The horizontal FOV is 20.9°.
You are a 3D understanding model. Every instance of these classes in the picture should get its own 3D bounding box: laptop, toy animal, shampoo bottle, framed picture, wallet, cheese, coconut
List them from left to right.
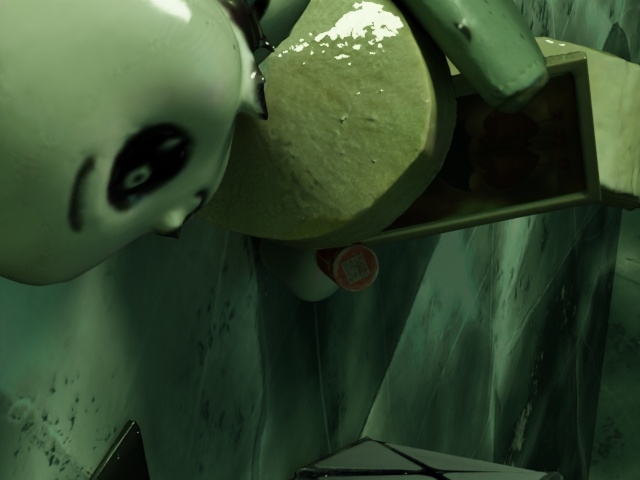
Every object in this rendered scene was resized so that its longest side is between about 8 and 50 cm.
[{"bbox_3d":[-0.136,-0.121,1.052,0.310,0.251,0.251,-56,150,-31],"label":"toy animal"},{"bbox_3d":[-0.179,0.248,1.392,0.180,0.016,0.129,-59,152,-46],"label":"laptop"},{"bbox_3d":[-0.019,-0.109,1.345,0.244,0.239,0.239,10,90,-75],"label":"coconut"},{"bbox_3d":[0.000,0.000,1.525,0.108,0.051,0.221,-66,-161,5],"label":"shampoo bottle"},{"bbox_3d":[0.057,-0.258,1.361,0.360,0.083,0.252,51,15,-3],"label":"wallet"},{"bbox_3d":[0.122,-0.081,1.678,0.211,0.290,0.020,73,7,-50],"label":"framed picture"},{"bbox_3d":[0.219,-0.133,1.902,0.332,0.292,0.153,31,69,-81],"label":"cheese"}]

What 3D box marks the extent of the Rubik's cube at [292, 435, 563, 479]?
[{"bbox_3d":[0.109,0.368,1.871,0.255,0.259,0.260,-13,113,-69],"label":"Rubik's cube"}]
